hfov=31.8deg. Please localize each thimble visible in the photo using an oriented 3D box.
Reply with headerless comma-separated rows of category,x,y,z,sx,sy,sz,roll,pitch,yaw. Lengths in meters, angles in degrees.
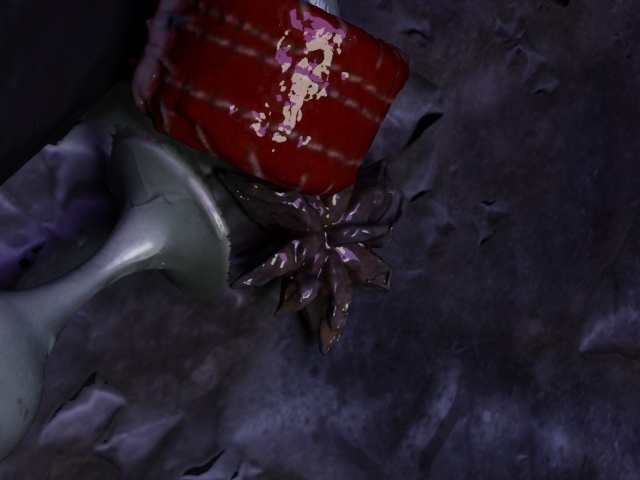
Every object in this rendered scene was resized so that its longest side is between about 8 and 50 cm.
thimble,-0.031,-0.114,0.799,0.189,0.163,0.125,11,108,-61

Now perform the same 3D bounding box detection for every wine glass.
wine glass,-0.205,0.058,0.711,0.321,0.143,0.143,-39,114,-30

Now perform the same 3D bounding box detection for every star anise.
star anise,0.000,0.000,0.920,0.182,0.065,0.195,-10,99,-39

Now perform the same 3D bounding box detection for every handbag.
handbag,-0.196,-0.178,0.748,0.332,0.075,0.192,-50,124,-31

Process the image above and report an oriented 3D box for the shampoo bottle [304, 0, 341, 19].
shampoo bottle,-0.016,-0.228,0.918,0.069,0.041,0.191,-31,110,-40
